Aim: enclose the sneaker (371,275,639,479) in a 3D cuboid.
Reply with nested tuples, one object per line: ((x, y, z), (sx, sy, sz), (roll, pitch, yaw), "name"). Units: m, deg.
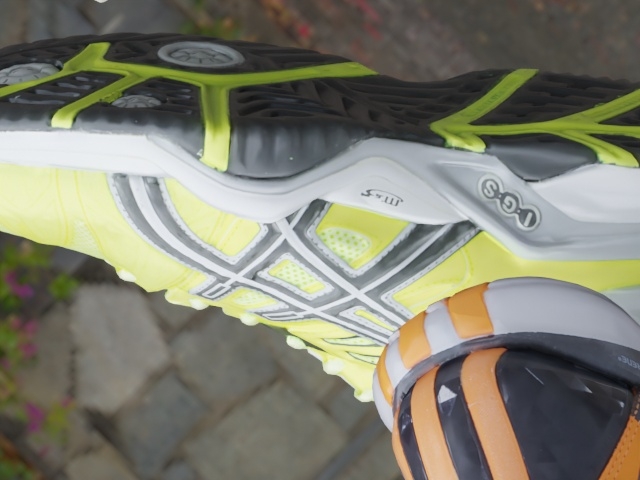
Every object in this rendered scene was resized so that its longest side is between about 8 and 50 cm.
((0.152, 0.144, 0.720), (0.321, 0.124, 0.180), (20, -138, -35), "sneaker")

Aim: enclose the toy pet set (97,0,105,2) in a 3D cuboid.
((-0.091, -0.131, 0.638), (0.114, 0.122, 0.065), (16, -131, -56), "toy pet set")

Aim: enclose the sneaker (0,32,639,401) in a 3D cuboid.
((0.000, 0.000, 0.864), (0.384, 0.147, 0.145), (7, -158, -3), "sneaker")
